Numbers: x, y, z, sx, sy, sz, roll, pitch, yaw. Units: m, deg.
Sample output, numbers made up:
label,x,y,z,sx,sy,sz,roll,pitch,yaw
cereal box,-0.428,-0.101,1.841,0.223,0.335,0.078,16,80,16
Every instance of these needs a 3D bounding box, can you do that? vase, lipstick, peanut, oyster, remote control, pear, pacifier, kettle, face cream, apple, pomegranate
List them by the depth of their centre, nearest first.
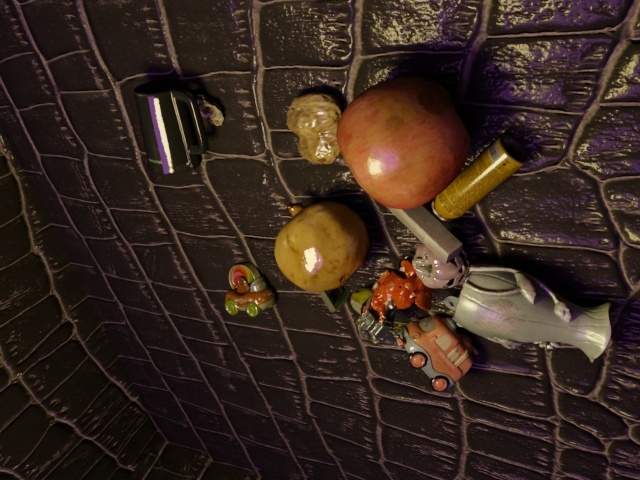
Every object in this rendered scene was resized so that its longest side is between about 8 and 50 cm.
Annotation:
label,x,y,z,sx,sy,sz,roll,pitch,yaw
apple,0.231,-0.276,1.577,0.364,0.364,0.363,18,131,23
face cream,0.444,-0.162,1.687,0.105,0.105,0.348,43,135,-1
vase,0.644,0.219,1.746,0.446,0.250,0.249,17,130,16
lipstick,0.306,-0.064,1.795,0.317,0.066,0.068,48,162,26
peanut,-0.008,-0.358,1.845,0.197,0.110,0.233,-4,120,31
pacifier,0.492,0.245,1.960,0.151,0.116,0.126,6,151,27
pomegranate,0.000,0.000,1.982,0.343,0.342,0.342,18,131,23
oyster,-0.415,-0.486,2.069,0.166,0.053,0.108,33,161,-1
kettle,-0.551,-0.408,2.098,0.262,0.203,0.307,43,145,50
pear,0.188,0.231,2.163,0.141,0.104,0.141,40,161,17
remote control,0.014,0.131,2.195,0.038,0.123,0.285,-14,111,41

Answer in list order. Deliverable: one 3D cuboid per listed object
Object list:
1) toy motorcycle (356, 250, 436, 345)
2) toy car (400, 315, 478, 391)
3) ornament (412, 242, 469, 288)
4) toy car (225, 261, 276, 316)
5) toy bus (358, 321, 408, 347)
label,x,y,z,sx,sy,sz,roll,pitch,yaw
toy motorcycle,0.267,0.210,1.987,0.325,0.148,0.221,-54,45,17
toy car,0.425,0.385,2.057,0.212,0.180,0.270,-41,103,8
ornament,0.381,0.072,1.851,0.178,0.177,0.177,18,131,23
toy car,-0.311,0.202,2.476,0.235,0.145,0.235,11,111,30
toy bus,0.259,0.360,2.232,0.226,0.074,0.081,2,122,34
